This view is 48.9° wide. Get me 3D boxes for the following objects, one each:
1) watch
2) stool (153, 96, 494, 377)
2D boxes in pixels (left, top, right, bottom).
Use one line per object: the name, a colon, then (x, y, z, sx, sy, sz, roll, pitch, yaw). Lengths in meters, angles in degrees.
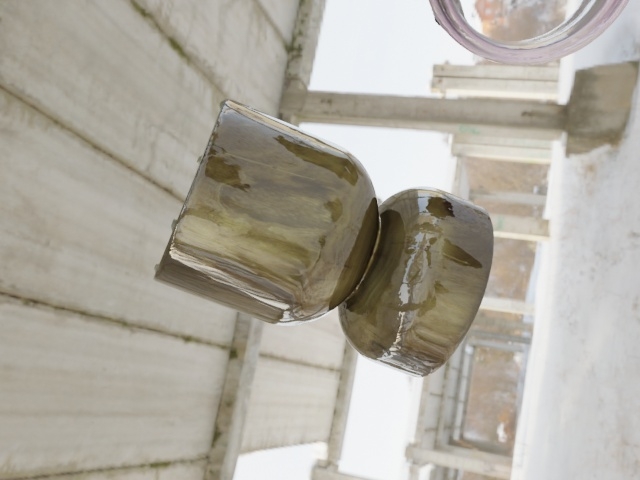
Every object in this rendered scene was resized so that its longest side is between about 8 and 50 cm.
watch: (0.214, -0.290, 0.671, 0.211, 0.249, 0.217, -70, -36, -69)
stool: (0.000, 0.000, 0.653, 0.179, 0.264, 0.179, -158, 90, -78)
